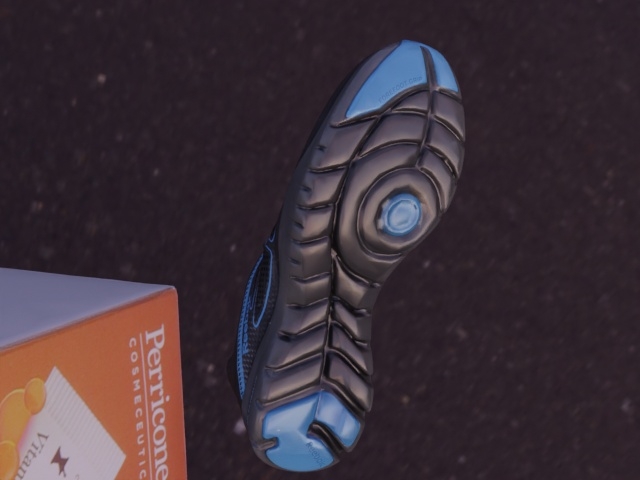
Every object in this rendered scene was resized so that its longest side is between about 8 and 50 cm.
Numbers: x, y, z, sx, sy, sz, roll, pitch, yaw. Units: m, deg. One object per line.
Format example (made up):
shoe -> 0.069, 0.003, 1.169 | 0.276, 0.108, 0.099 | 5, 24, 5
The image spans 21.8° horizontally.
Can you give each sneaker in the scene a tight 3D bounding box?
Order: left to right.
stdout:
sneaker -> 0.000, 0.000, 1.266 | 0.125, 0.341, 0.139 | 13, 16, -27

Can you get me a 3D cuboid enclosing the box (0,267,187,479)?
box -> -0.208, 0.145, 0.569 | 0.168, 0.215, 0.345 | 5, 14, 30
